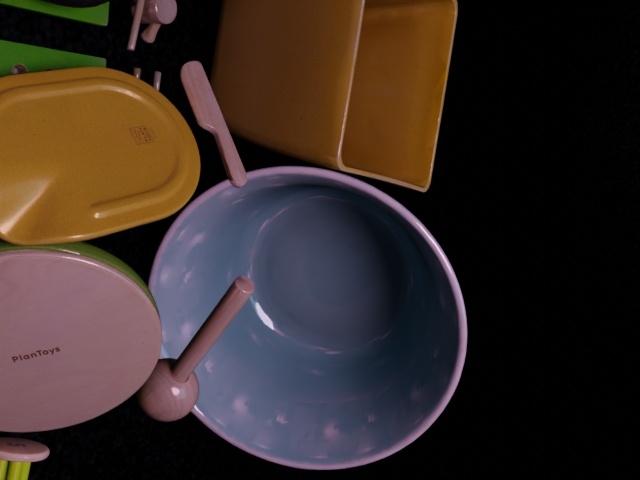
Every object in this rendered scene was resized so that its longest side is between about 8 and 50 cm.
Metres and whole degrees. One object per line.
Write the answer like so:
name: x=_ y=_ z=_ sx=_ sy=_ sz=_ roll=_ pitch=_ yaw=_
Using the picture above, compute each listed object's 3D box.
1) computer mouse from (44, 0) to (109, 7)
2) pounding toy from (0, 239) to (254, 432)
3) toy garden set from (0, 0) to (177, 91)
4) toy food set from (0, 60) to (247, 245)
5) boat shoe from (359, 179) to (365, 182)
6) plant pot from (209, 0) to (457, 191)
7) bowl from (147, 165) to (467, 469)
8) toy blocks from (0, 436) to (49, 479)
computer mouse: x=-0.212 y=-0.219 z=0.497 sx=0.272 sy=0.072 sz=0.188 roll=0 pitch=97 yaw=-44
pounding toy: x=-0.195 y=0.050 z=0.627 sx=0.237 sy=0.110 sz=0.183 roll=10 pitch=125 yaw=-26
toy garden set: x=-0.192 y=-0.160 z=0.647 sx=0.204 sy=0.049 sz=0.244 roll=-6 pitch=103 yaw=-57
toy food set: x=-0.163 y=-0.055 z=0.589 sx=0.218 sy=0.071 sz=0.128 roll=-19 pitch=76 yaw=-45
boat shoe: x=0.000 y=0.000 z=1.008 sx=0.219 sy=0.078 sz=0.070 roll=-42 pitch=101 yaw=-39
plant pot: x=0.005 y=-0.175 z=0.837 sx=0.212 sy=0.187 sz=0.212 roll=6 pitch=94 yaw=-59
bowl: x=-0.003 y=0.057 z=0.832 sx=0.163 sy=0.311 sz=0.311 roll=-57 pitch=148 yaw=-67
toy blocks: x=-0.274 y=0.231 z=0.612 sx=0.123 sy=0.054 sz=0.148 roll=16 pitch=84 yaw=-60
